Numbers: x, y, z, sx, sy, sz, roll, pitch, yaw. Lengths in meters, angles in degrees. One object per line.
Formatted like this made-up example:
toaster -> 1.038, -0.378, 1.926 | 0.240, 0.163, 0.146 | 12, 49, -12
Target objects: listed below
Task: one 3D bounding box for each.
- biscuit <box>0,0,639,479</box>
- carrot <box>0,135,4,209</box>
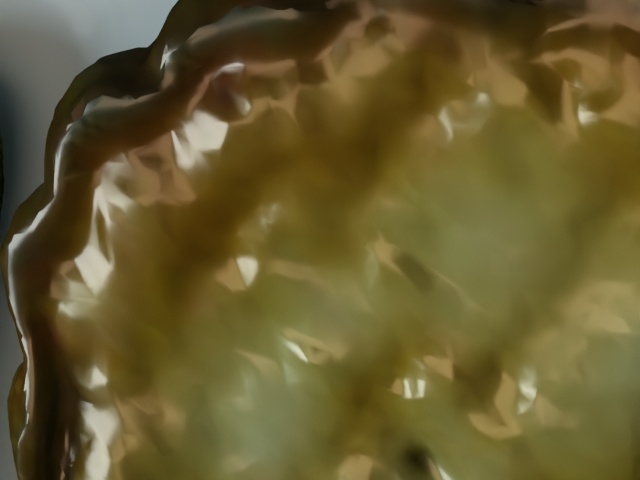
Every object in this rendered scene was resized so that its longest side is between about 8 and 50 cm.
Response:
biscuit -> 0.073, 0.056, 0.549 | 0.335, 0.078, 0.329 | 1, 123, 6
carrot -> -0.169, 0.109, 0.647 | 0.074, 0.074, 0.358 | 17, 112, 9
